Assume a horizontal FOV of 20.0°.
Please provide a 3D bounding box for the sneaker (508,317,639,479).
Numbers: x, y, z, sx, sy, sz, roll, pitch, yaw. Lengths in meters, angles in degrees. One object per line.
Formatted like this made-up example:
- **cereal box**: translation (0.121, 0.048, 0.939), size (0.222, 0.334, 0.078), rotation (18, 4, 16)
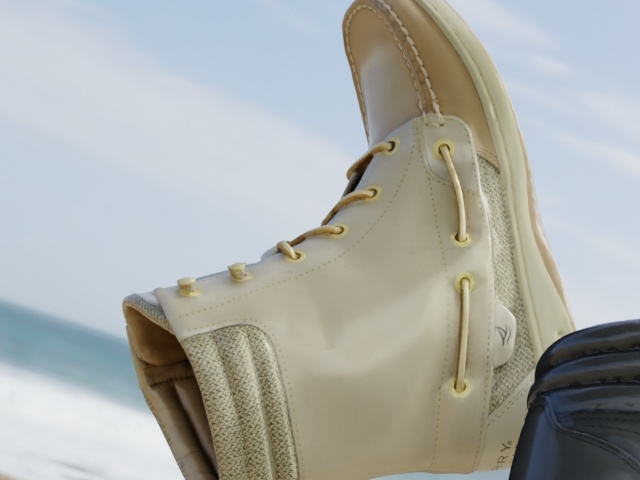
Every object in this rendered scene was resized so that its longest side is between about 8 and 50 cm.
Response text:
- **sneaker**: translation (0.214, 0.111, 0.767), size (0.295, 0.147, 0.104), rotation (12, -29, -11)

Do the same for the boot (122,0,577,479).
- **boot**: translation (0.000, 0.000, 0.883), size (0.203, 0.262, 0.095), rotation (-10, -17, -19)
